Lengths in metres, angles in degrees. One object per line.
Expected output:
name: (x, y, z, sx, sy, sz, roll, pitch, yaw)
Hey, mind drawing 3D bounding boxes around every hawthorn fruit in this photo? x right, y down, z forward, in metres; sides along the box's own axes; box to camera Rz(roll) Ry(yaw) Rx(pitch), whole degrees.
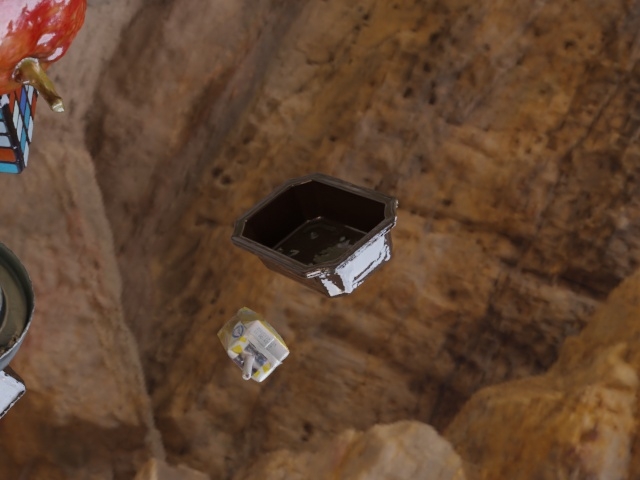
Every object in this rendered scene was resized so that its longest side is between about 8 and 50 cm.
hawthorn fruit: (-0.291, -0.209, 0.758, 0.205, 0.253, 0.205, -28, -173, 4)

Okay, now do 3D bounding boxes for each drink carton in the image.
drink carton: (-0.093, 0.145, 1.273, 0.074, 0.084, 0.200, -43, -169, -7)

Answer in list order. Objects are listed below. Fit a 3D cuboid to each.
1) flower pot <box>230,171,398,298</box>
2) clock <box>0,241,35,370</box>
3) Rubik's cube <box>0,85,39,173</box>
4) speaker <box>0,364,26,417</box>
flower pot: (0.000, 0.000, 1.302, 0.179, 0.251, 0.084, -39, 125, -22)
clock: (-0.405, 0.065, 0.938, 0.215, 0.215, 0.042, -70, -174, -49)
Rubik's cube: (-0.443, -0.204, 1.099, 0.187, 0.184, 0.182, 118, -25, -67)
speaker: (-0.525, 0.164, 1.061, 0.232, 0.254, 0.184, -49, 144, -12)
